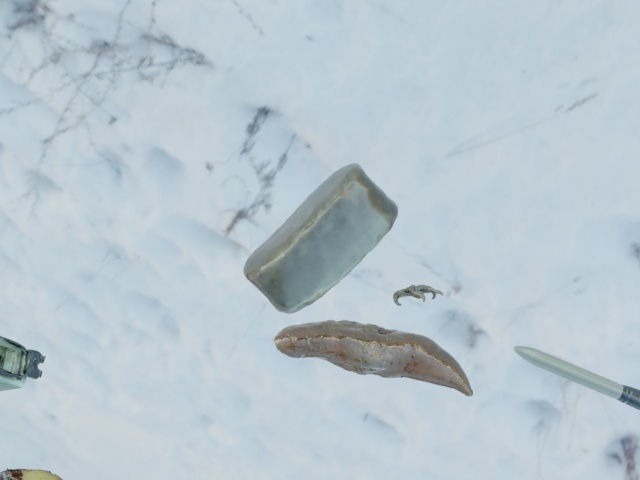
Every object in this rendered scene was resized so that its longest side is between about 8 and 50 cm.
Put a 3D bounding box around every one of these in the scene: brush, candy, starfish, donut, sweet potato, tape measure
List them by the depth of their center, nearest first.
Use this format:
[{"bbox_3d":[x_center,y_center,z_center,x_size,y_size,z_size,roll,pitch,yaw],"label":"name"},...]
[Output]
[{"bbox_3d":[0.401,0.201,1.314,0.299,0.039,0.042,25,139,-6],"label":"brush"},{"bbox_3d":[0.000,0.000,1.387,0.104,0.234,0.102,45,177,-23],"label":"candy"},{"bbox_3d":[0.149,0.084,1.478,0.078,0.028,0.091,-7,-178,-2],"label":"starfish"},{"bbox_3d":[0.096,0.192,1.666,0.355,0.106,0.095,14,130,-4],"label":"sweet potato"},{"bbox_3d":[-0.732,0.241,1.986,0.235,0.115,0.207,-11,148,25],"label":"tape measure"},{"bbox_3d":[-0.667,0.581,2.142,0.184,0.073,0.166,10,127,-19],"label":"donut"}]
